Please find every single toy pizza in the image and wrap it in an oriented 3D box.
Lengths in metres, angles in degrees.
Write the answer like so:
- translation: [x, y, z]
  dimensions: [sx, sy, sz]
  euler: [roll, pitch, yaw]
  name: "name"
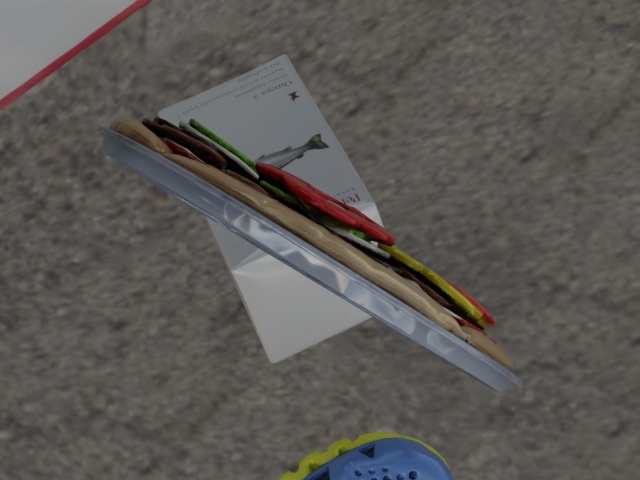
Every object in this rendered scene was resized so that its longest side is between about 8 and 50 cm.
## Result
- translation: [0.000, 0.000, 0.549]
  dimensions: [0.201, 0.201, 0.032]
  euler: [32, 88, -16]
  name: "toy pizza"

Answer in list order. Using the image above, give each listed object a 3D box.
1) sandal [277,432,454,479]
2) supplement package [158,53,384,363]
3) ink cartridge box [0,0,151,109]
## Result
- translation: [-0.023, 0.261, 0.858]
  dimensions: [0.126, 0.138, 0.317]
  euler: [43, 85, -19]
  name: "sandal"
- translation: [-0.028, -0.025, 0.920]
  dimensions: [0.105, 0.179, 0.105]
  euler: [-25, 136, -5]
  name: "supplement package"
- translation: [-0.205, -0.145, 0.350]
  dimensions: [0.306, 0.131, 0.226]
  euler: [36, 57, 16]
  name: "ink cartridge box"
